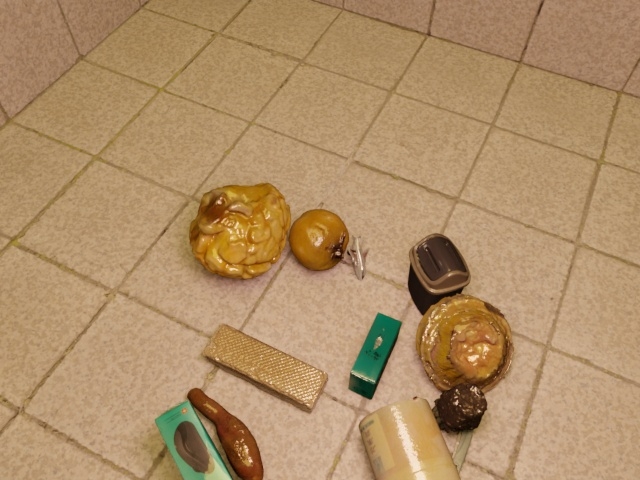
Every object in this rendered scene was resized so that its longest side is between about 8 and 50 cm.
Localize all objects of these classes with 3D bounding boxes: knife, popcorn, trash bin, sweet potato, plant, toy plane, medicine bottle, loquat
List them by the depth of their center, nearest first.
[{"bbox_3d":[0.281,0.692,1.640,0.235,0.236,0.406,-13,56,-10],"label":"medicine bottle"},{"bbox_3d":[-0.287,0.599,1.783,0.109,0.109,0.385,-32,56,-20],"label":"sweet potato"},{"bbox_3d":[0.437,0.531,1.785,0.132,0.194,0.129,1,57,-14],"label":"plant"},{"bbox_3d":[0.445,0.656,1.795,0.044,0.023,0.162,23,58,12],"label":"knife"},{"bbox_3d":[0.408,0.126,2.000,0.182,0.290,0.210,-16,56,-11],"label":"trash bin"},{"bbox_3d":[-0.297,-0.034,2.097,0.390,0.344,0.354,-16,97,-38],"label":"popcorn"},{"bbox_3d":[0.000,0.000,2.118,0.243,0.244,0.244,0,55,0],"label":"loquat"},{"bbox_3d":[0.142,0.064,2.159,0.065,0.162,0.171,-1,86,31],"label":"toy plane"}]

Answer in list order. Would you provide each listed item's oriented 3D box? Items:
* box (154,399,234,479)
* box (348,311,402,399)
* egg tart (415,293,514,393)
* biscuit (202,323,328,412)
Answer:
[{"bbox_3d":[-0.356,0.654,1.680,0.118,0.205,0.311,-30,59,-17],"label":"box"},{"bbox_3d":[0.183,0.385,1.901,0.092,0.153,0.245,22,57,14],"label":"box"},{"bbox_3d":[0.490,0.346,1.870,0.351,0.150,0.352,1,86,-8],"label":"egg tart"},{"bbox_3d":[-0.190,0.427,1.914,0.426,0.078,0.144,23,59,16],"label":"biscuit"}]
